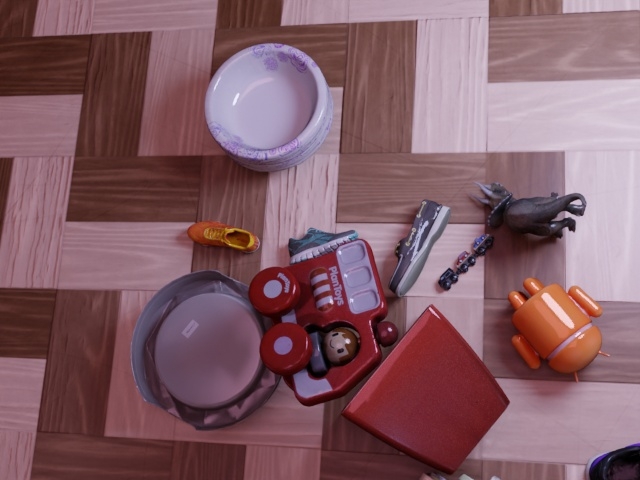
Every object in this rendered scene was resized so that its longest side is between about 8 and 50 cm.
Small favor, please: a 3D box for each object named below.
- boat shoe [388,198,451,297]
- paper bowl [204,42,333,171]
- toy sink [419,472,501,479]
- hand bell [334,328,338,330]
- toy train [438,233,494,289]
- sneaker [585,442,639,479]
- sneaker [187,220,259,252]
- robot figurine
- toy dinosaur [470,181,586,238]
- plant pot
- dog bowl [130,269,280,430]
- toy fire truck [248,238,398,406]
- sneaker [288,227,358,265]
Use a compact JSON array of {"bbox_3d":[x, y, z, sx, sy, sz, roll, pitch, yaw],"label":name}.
[{"bbox_3d":[0.202,0.016,1.898,0.069,0.081,0.227,26,75,20],"label":"boat shoe"},{"bbox_3d":[-0.111,-0.294,2.007,0.284,0.148,0.284,-3,75,12],"label":"paper bowl"},{"bbox_3d":[0.237,0.534,1.713,0.131,0.153,0.234,30,84,18],"label":"toy sink"},{"bbox_3d":[0.031,0.181,1.891,0.126,0.126,0.242,-19,85,7],"label":"hand bell"},{"bbox_3d":[0.313,0.043,1.892,0.158,0.027,0.036,-45,61,-1],"label":"toy train"},{"bbox_3d":[0.654,0.420,1.656,0.293,0.146,0.102,-20,72,7],"label":"sneaker"},{"bbox_3d":[-0.225,-0.015,2.001,0.175,0.067,0.064,8,79,16],"label":"sneaker"},{"bbox_3d":[0.474,0.176,1.770,0.158,0.128,0.219,-32,69,-20],"label":"robot figurine"},{"bbox_3d":[0.440,-0.050,1.798,0.160,0.313,0.121,-4,101,-12],"label":"toy dinosaur"},{"bbox_3d":[0.218,0.308,1.734,0.236,0.267,0.267,39,86,7],"label":"plant pot"},{"bbox_3d":[-0.234,0.242,1.916,0.349,0.102,0.348,-3,74,11],"label":"dog bowl"},{"bbox_3d":[0.014,0.159,1.721,0.254,0.169,0.302,-19,59,9],"label":"toy fire truck"},{"bbox_3d":[0.000,0.000,1.953,0.167,0.065,0.076,-20,68,5],"label":"sneaker"}]
